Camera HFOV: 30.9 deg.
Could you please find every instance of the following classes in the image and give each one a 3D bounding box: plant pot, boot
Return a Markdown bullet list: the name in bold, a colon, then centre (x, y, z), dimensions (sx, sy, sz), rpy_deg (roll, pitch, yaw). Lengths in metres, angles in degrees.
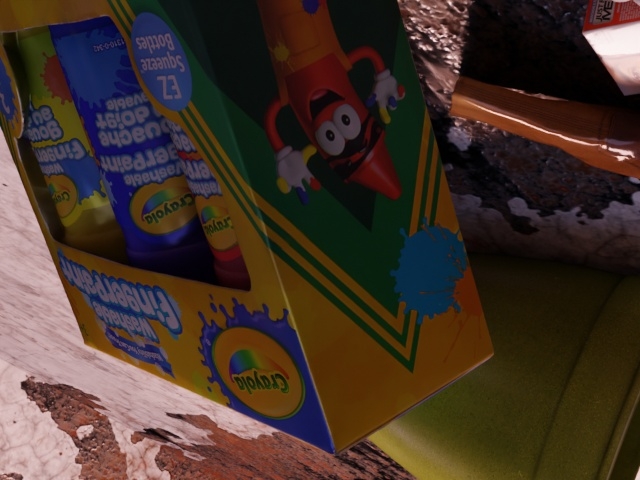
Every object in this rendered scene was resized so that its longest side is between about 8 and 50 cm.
- **plant pot**: centre (0.208, 0.165, 1.368), dimensions (0.353, 0.366, 0.366), rpy_deg (21, 157, 21)
- **boot**: centre (0.252, -0.100, 0.992), dimensions (0.280, 0.096, 0.264), rpy_deg (20, -169, 0)

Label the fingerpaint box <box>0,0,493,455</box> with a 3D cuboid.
- **fingerpaint box**: centre (-0.106, -0.071, 0.922), dimensions (0.444, 0.163, 0.371), rpy_deg (11, 123, 56)

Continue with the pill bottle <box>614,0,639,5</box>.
- **pill bottle**: centre (0.219, -0.220, 0.869), dimensions (0.116, 0.065, 0.065), rpy_deg (26, 153, -19)

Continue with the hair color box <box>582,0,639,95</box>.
- **hair color box**: centre (0.307, -0.172, 0.923), dimensions (0.167, 0.053, 0.093), rpy_deg (-4, 148, 40)
